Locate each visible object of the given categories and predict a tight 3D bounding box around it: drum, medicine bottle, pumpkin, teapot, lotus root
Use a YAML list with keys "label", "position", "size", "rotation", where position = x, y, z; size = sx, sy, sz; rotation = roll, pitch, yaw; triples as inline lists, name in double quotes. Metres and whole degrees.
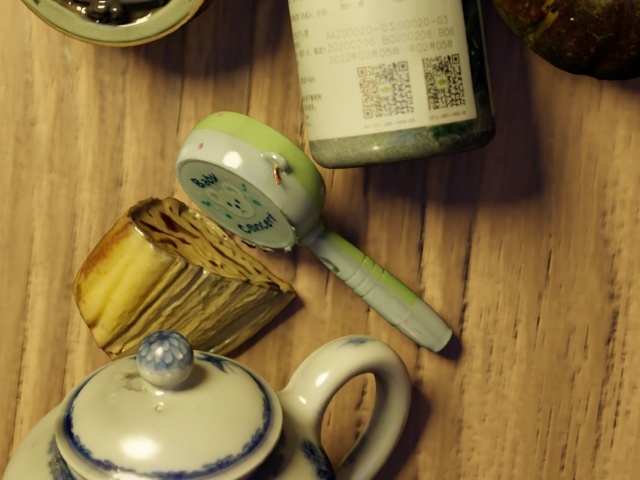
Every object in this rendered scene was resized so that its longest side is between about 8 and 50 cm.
- label: "drum"
  position: [-0.013, 0.000, 1.412]
  size: [0.253, 0.130, 0.049]
  rotation: [47, 64, -29]
- label: "medicine bottle"
  position: [0.043, -0.205, 1.347]
  size: [0.141, 0.141, 0.293]
  rotation: [-8, 96, 3]
- label: "pumpkin"
  position: [0.228, -0.232, 1.329]
  size: [0.238, 0.159, 0.238]
  rotation: [1, 97, 6]
- label: "teapot"
  position: [-0.107, 0.180, 1.321]
  size: [0.424, 0.252, 0.280]
  rotation: [-20, 129, -29]
- label: "lotus root"
  position: [-0.122, 0.033, 1.409]
  size: [0.135, 0.095, 0.159]
  rotation: [-42, 133, 10]

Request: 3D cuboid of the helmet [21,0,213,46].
- label: "helmet"
  position: [-0.146, -0.249, 1.358]
  size: [0.198, 0.130, 0.224]
  rotation: [0, 85, -2]
